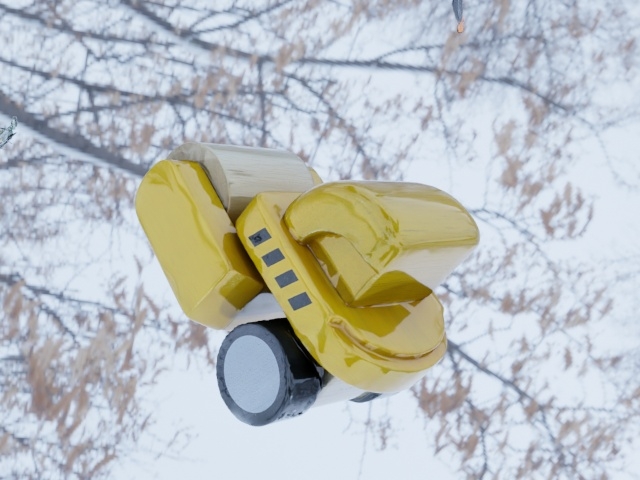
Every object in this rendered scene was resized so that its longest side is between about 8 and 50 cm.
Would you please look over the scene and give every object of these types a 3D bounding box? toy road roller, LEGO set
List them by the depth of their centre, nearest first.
[{"bbox_3d":[0.000,0.000,0.957,0.202,0.240,0.329,-2,-129,-48],"label":"toy road roller"},{"bbox_3d":[-0.335,-0.095,1.009,0.083,0.054,0.023,-38,-67,-21],"label":"LEGO set"}]

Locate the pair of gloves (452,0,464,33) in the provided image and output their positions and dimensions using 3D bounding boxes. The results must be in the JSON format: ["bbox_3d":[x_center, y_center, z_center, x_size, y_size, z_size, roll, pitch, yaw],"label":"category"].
[{"bbox_3d":[0.141,-0.263,1.017,0.010,0.074,0.083,3,-112,13],"label":"pair of gloves"}]
